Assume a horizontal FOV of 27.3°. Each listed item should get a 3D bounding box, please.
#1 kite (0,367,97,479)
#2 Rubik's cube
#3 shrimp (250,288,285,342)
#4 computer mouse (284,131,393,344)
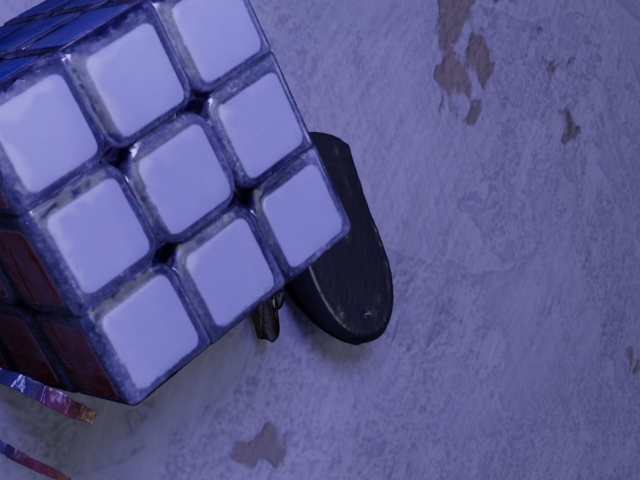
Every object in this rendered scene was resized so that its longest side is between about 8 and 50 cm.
[{"bbox_3d":[-0.381,0.133,1.147,0.360,0.022,0.204,21,78,-8],"label":"kite"},{"bbox_3d":[-0.208,-0.061,1.239,0.301,0.305,0.304,-37,116,-31],"label":"Rubik's cube"},{"bbox_3d":[-0.127,0.013,1.515,0.173,0.058,0.253,-24,101,-35],"label":"shrimp"},{"bbox_3d":[0.000,0.000,1.616,0.137,0.086,0.270,-22,94,-38],"label":"computer mouse"}]
